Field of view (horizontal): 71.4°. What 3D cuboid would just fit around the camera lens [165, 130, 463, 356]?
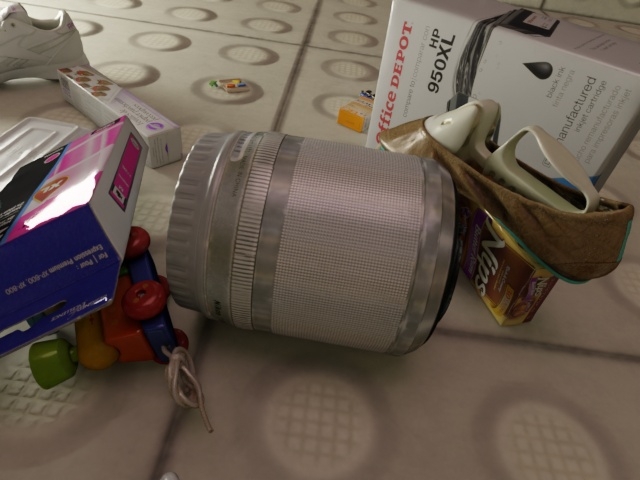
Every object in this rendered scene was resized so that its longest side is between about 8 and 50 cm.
[{"bbox_3d":[0.000,0.000,0.496,0.275,0.219,0.219,10,41,1],"label":"camera lens"}]

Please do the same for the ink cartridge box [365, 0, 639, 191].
[{"bbox_3d":[0.291,-0.216,0.746,0.395,0.285,0.166,36,48,28],"label":"ink cartridge box"}]

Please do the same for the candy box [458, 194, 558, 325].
[{"bbox_3d":[0.239,0.010,0.614,0.053,0.109,0.186,-5,42,-17],"label":"candy box"}]

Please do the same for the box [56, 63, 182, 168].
[{"bbox_3d":[-0.374,-0.237,0.819,0.324,0.067,0.063,35,47,28],"label":"box"}]

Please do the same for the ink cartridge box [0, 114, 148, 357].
[{"bbox_3d":[-0.298,-0.026,0.498,0.176,0.069,0.370,-26,37,1],"label":"ink cartridge box"}]

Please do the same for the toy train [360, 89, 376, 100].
[{"bbox_3d":[0.140,-0.303,1.017,0.036,0.027,0.158,-28,53,-21],"label":"toy train"}]

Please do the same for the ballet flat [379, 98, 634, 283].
[{"bbox_3d":[0.213,-0.093,0.543,0.116,0.124,0.342,-20,50,-31],"label":"ballet flat"}]

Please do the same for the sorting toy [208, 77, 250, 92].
[{"bbox_3d":[-0.211,-0.358,1.025,0.084,0.012,0.062,-15,47,-26],"label":"sorting toy"}]

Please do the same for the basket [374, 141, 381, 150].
[{"bbox_3d":[0.111,-0.070,0.679,0.103,0.113,0.167,18,41,13],"label":"basket"}]

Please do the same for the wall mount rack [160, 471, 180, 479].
[{"bbox_3d":[-0.107,0.305,0.201,0.350,0.130,0.304,-23,47,-25],"label":"wall mount rack"}]

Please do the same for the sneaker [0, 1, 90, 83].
[{"bbox_3d":[-0.634,-0.387,0.878,0.305,0.152,0.114,-23,52,-30],"label":"sneaker"}]

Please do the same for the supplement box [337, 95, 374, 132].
[{"bbox_3d":[0.089,-0.276,0.967,0.062,0.036,0.098,29,44,20],"label":"supplement box"}]

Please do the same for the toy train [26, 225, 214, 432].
[{"bbox_3d":[-0.210,0.105,0.438,0.144,0.105,0.248,-20,48,-16],"label":"toy train"}]

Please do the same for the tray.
[{"bbox_3d":[-0.479,-0.129,0.703,0.146,0.030,0.270,11,41,1],"label":"tray"}]
